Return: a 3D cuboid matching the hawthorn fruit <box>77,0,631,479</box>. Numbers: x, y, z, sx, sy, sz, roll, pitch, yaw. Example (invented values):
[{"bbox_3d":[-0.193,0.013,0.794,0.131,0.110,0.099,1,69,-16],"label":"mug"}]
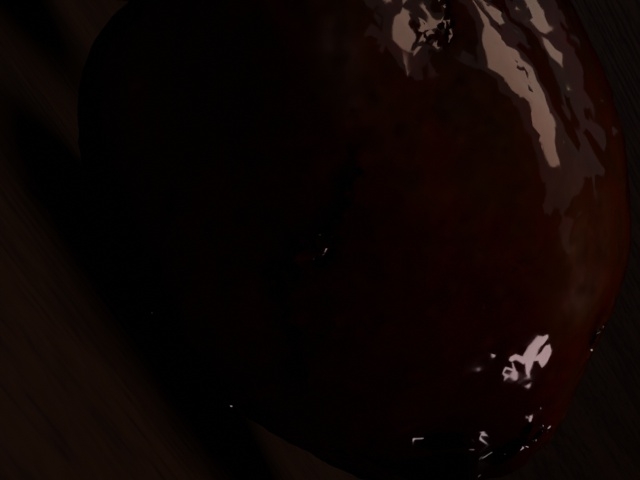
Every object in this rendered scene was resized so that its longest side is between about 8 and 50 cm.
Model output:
[{"bbox_3d":[0.017,0.005,0.475,0.181,0.181,0.235,46,29,-81],"label":"hawthorn fruit"}]
